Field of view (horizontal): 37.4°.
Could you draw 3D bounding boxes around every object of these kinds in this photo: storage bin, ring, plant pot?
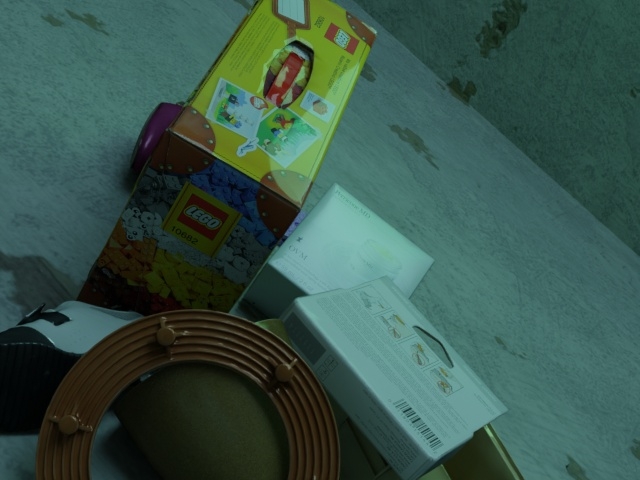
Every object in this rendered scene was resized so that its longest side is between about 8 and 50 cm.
[{"bbox_3d":[0.151,0.324,1.447,0.262,0.123,0.260,13,35,-41],"label":"storage bin"},{"bbox_3d":[-0.141,0.243,1.040,0.337,0.336,0.032,37,-14,-1],"label":"ring"},{"bbox_3d":[-0.090,0.264,1.160,0.237,0.237,0.254,-8,63,-56],"label":"plant pot"}]

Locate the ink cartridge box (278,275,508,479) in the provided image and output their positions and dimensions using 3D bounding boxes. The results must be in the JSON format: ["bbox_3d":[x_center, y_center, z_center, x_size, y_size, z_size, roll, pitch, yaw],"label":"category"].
[{"bbox_3d":[0.110,0.192,1.397,0.296,0.066,0.261,48,28,20],"label":"ink cartridge box"}]

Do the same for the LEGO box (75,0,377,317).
[{"bbox_3d":[-0.128,-0.119,1.416,0.193,0.372,0.500,31,40,-8],"label":"LEGO box"}]

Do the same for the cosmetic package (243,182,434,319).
[{"bbox_3d":[0.034,0.064,1.611,0.224,0.138,0.224,38,52,1],"label":"cosmetic package"}]

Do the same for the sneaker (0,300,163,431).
[{"bbox_3d":[-0.333,0.142,1.171,0.331,0.122,0.146,3,25,-48],"label":"sneaker"}]

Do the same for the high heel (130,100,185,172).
[{"bbox_3d":[-0.227,-0.178,1.770,0.181,0.127,0.377,26,23,-1],"label":"high heel"}]

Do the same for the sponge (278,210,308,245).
[{"bbox_3d":[0.000,0.000,1.887,0.210,0.031,0.117,23,30,-27],"label":"sponge"}]
